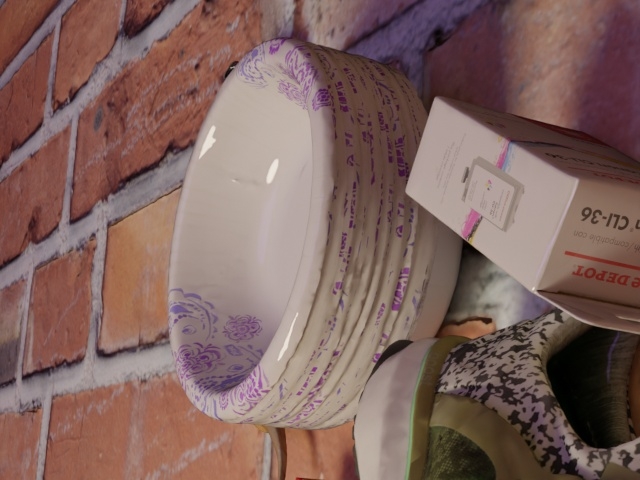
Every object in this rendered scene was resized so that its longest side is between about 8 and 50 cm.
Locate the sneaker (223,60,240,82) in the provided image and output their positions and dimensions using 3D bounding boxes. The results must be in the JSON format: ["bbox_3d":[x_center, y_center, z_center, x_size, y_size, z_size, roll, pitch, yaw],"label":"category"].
[{"bbox_3d":[-0.069,-0.162,1.238,0.158,0.064,0.061,-10,72,63],"label":"sneaker"}]

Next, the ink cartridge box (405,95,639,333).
[{"bbox_3d":[0.144,-0.014,0.692,0.198,0.115,0.067,45,121,58],"label":"ink cartridge box"}]

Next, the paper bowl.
[{"bbox_3d":[0.000,0.000,0.945,0.284,0.148,0.284,-34,52,58],"label":"paper bowl"}]

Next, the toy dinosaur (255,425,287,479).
[{"bbox_3d":[-0.045,0.148,1.107,0.211,0.064,0.112,-137,42,-71],"label":"toy dinosaur"}]

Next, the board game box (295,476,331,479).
[{"bbox_3d":[0.030,0.262,0.909,0.193,0.045,0.147,1,82,64],"label":"board game box"}]

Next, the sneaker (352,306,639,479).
[{"bbox_3d":[0.112,0.161,0.609,0.182,0.158,0.410,-41,28,29],"label":"sneaker"}]
